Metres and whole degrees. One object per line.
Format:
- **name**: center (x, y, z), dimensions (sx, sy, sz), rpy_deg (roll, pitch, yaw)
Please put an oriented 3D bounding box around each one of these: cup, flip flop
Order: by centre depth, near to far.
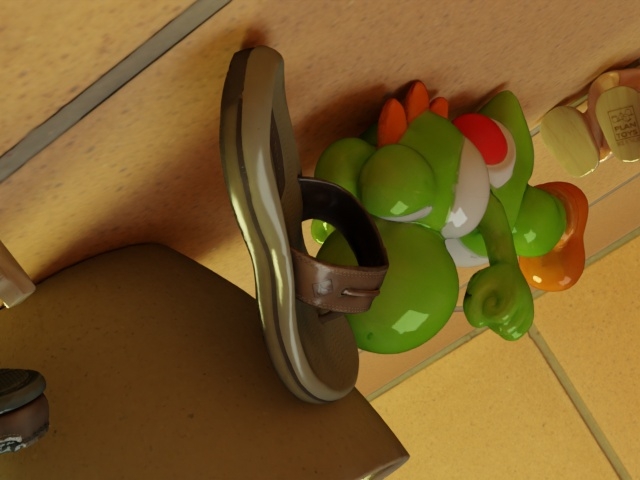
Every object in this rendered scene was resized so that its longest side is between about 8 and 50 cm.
- **flip flop**: center (0.000, 0.000, 0.716), dimensions (0.080, 0.112, 0.277), rpy_deg (-7, 132, 6)
- **cup**: center (-0.132, 0.144, 0.878), dimensions (0.331, 0.237, 0.331), rpy_deg (-28, 166, -8)

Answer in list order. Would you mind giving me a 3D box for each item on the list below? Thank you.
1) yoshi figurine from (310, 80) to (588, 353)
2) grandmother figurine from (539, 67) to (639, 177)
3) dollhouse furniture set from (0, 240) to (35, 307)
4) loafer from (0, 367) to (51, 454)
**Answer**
- **yoshi figurine**: center (0.092, 0.004, 0.952), dimensions (0.204, 0.203, 0.362), rpy_deg (-29, 165, 25)
- **grandmother figurine**: center (0.390, -0.152, 1.224), dimensions (0.208, 0.104, 0.342), rpy_deg (-5, -168, 46)
- **dollhouse furniture set**: center (-0.226, -0.007, 0.403), dimensions (0.303, 0.173, 0.355), rpy_deg (-38, 178, 16)
- **loafer**: center (-0.276, 0.139, 0.713), dimensions (0.268, 0.084, 0.096), rpy_deg (-12, -172, 19)
